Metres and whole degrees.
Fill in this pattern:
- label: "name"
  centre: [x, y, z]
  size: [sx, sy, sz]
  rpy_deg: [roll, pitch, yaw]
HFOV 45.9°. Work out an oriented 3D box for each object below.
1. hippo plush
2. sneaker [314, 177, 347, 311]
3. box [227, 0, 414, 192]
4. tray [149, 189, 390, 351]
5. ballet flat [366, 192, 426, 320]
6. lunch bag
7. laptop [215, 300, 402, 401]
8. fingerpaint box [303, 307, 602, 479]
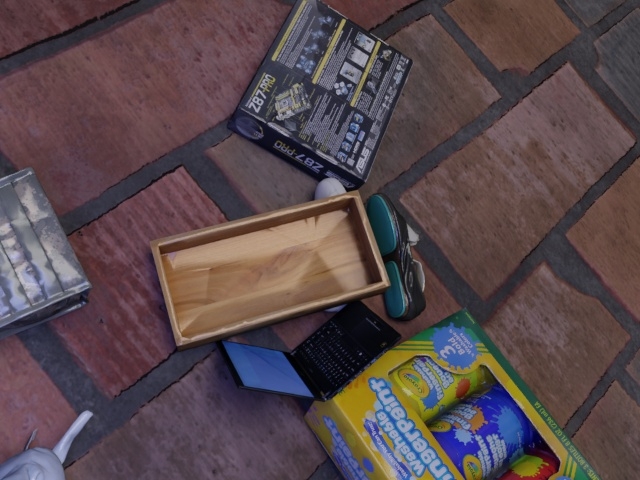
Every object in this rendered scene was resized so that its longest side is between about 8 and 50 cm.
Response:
- label: "hippo plush"
  centre: [-0.445, 0.450, 1.116]
  size: [0.236, 0.234, 0.294]
  rpy_deg: [65, 14, -9]
- label: "sneaker"
  centre: [0.000, 0.000, 1.548]
  size: [0.123, 0.106, 0.290]
  rpy_deg: [5, 67, -26]
- label: "box"
  centre: [0.012, -0.337, 1.711]
  size: [0.318, 0.097, 0.395]
  rpy_deg: [30, 59, -13]
- label: "tray"
  centre: [-0.095, 0.054, 1.438]
  size: [0.411, 0.076, 0.203]
  rpy_deg: [-14, 74, -13]
- label: "ballet flat"
  centre: [0.168, 0.034, 1.630]
  size: [0.096, 0.095, 0.280]
  rpy_deg: [-3, 80, -37]
- label: "lunch bag"
  centre: [-0.558, 0.046, 1.232]
  size: [0.287, 0.169, 0.235]
  rpy_deg: [-25, 84, -24]
- label: "laptop"
  centre: [-0.029, 0.178, 1.360]
  size: [0.264, 0.234, 0.136]
  rpy_deg: [-40, 111, -5]
- label: "fingerpaint box"
  centre: [0.251, 0.398, 1.404]
  size: [0.371, 0.163, 0.445]
  rpy_deg: [-23, 66, -31]
